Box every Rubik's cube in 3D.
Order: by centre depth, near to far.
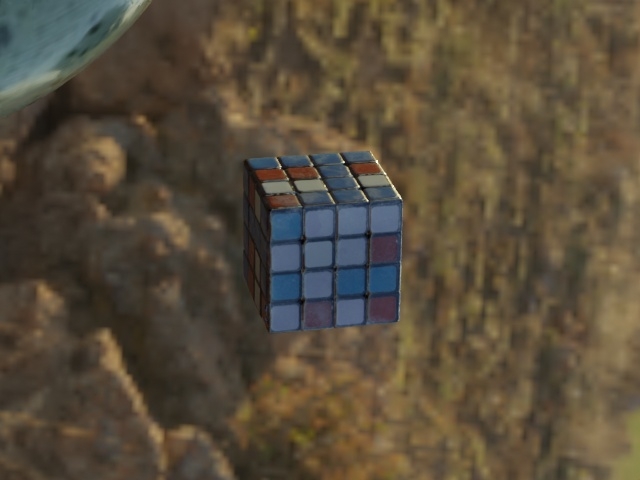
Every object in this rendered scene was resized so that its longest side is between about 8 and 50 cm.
[{"bbox_3d":[0.000,0.000,1.317,0.092,0.092,0.092,-118,-154,-63],"label":"Rubik's cube"}]

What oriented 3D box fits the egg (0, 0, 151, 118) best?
[{"bbox_3d":[-0.206,-0.214,1.063,0.379,0.288,0.287,-73,159,-50],"label":"egg"}]
